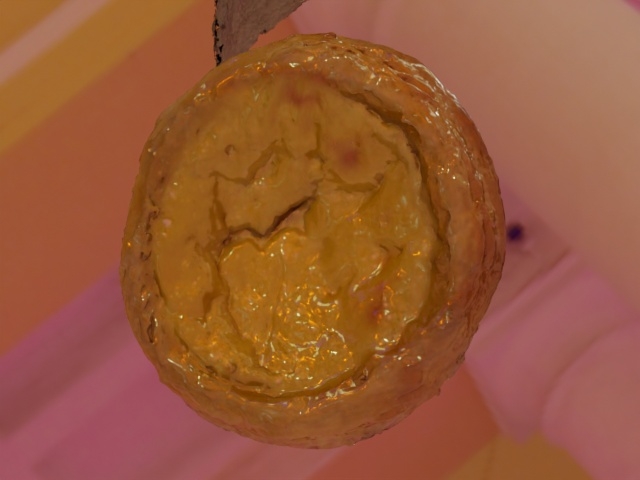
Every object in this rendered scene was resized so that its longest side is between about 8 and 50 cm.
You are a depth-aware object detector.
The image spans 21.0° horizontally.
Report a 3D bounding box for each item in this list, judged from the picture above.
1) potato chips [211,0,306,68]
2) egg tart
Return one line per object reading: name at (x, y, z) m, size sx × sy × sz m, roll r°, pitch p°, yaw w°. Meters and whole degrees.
potato chips at (-0.047, -0.242, 1.686) m, size 0.228 × 0.059 × 0.167 m, roll -49°, pitch -25°, yaw 1°
egg tart at (0.000, 0.000, 0.795) m, size 0.191 × 0.191 × 0.074 m, roll -52°, pitch -16°, yaw 13°
